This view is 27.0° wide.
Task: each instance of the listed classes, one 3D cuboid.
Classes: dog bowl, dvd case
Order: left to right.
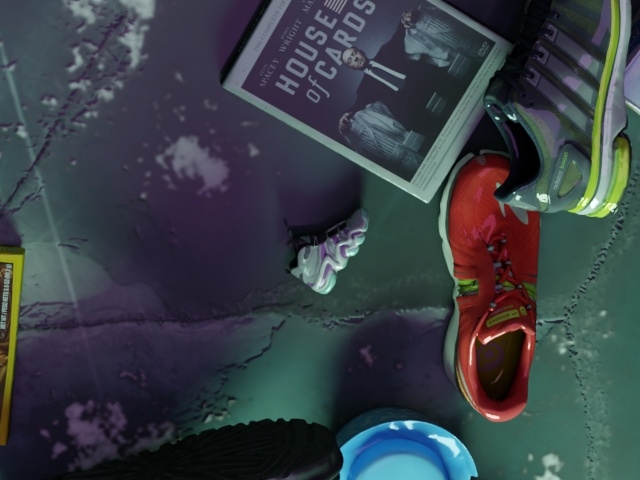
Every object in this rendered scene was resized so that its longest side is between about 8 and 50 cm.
[{"bbox_3d":[0.050,-0.167,1.280,0.239,0.029,0.179,28,101,-16],"label":"dvd case"},{"bbox_3d":[0.097,0.307,1.417,0.166,0.074,0.297,-20,110,-1],"label":"dog bowl"}]

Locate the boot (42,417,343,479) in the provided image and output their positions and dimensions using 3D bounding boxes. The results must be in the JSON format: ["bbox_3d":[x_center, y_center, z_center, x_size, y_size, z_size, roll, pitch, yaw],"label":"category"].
[{"bbox_3d":[-0.089,0.426,1.371,0.367,0.146,0.445,-14,106,17],"label":"boot"}]

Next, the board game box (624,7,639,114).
[{"bbox_3d":[0.484,-0.199,1.311,0.319,0.066,0.318,33,100,-17],"label":"board game box"}]

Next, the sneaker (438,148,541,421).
[{"bbox_3d":[0.182,0.049,1.320,0.107,0.118,0.279,-6,108,-7],"label":"sneaker"}]

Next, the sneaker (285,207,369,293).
[{"bbox_3d":[0.000,0.000,1.321,0.069,0.038,0.098,27,102,-16],"label":"sneaker"}]

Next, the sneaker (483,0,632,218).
[{"bbox_3d":[0.214,-0.163,1.238,0.121,0.111,0.300,-7,96,-18],"label":"sneaker"}]

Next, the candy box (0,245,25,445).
[{"bbox_3d":[-0.352,0.102,1.311,0.105,0.027,0.206,7,107,-6],"label":"candy box"}]
